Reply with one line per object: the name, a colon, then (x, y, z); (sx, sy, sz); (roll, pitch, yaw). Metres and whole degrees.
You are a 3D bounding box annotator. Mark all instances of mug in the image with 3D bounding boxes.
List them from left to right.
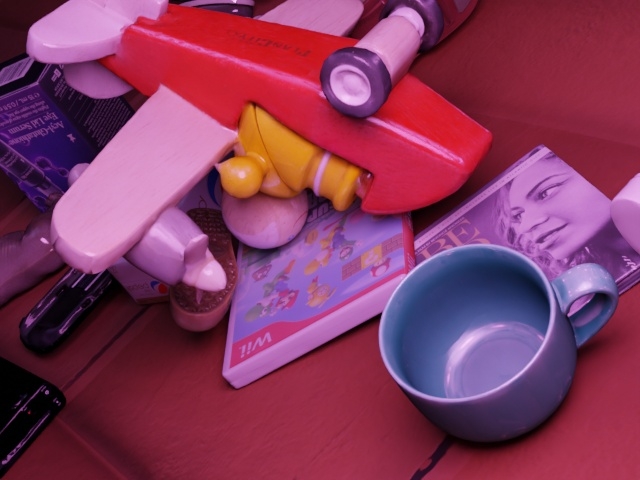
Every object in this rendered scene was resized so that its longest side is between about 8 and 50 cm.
mug: (0.131, 0.081, 0.888); (0.158, 0.097, 0.129); (5, 60, 31)

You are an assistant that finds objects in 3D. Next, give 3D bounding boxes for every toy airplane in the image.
toy airplane: (-0.081, -0.113, 1.147); (0.386, 0.272, 0.384); (-13, 39, -15)

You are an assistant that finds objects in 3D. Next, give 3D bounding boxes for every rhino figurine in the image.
rhino figurine: (-0.403, 0.043, 1.525); (0.243, 0.073, 0.106); (-35, 27, 6)

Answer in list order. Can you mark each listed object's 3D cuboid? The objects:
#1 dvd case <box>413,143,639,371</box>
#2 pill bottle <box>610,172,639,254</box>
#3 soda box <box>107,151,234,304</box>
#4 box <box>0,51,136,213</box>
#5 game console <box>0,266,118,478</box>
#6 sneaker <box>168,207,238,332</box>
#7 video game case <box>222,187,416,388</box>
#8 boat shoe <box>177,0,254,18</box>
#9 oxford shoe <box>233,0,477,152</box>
dvd case: (0.170, 0.009, 1.037); (0.164, 0.018, 0.221); (-36, 30, 2)
pill bottle: (0.303, -0.062, 0.910); (0.180, 0.108, 0.108); (-44, 31, -12)
soda box: (-0.148, -0.030, 1.367); (0.074, 0.069, 0.216); (-9, 39, 39)
box: (-0.324, -0.135, 1.554); (0.153, 0.207, 0.108); (-16, 36, 33)
game console: (-0.301, 0.108, 1.360); (0.361, 0.044, 0.213); (-50, 33, -19)
sneaker: (-0.117, 0.050, 1.221); (0.064, 0.086, 0.192); (6, 32, -5)
video game case: (0.000, 0.000, 1.201); (0.204, 0.025, 0.285); (-30, 31, 21)
boat shoe: (-0.197, -0.309, 1.805); (0.228, 0.081, 0.068); (-5, 86, 26)
oxford shoe: (0.028, -0.208, 1.411); (0.348, 0.123, 0.130); (-35, 14, -9)
